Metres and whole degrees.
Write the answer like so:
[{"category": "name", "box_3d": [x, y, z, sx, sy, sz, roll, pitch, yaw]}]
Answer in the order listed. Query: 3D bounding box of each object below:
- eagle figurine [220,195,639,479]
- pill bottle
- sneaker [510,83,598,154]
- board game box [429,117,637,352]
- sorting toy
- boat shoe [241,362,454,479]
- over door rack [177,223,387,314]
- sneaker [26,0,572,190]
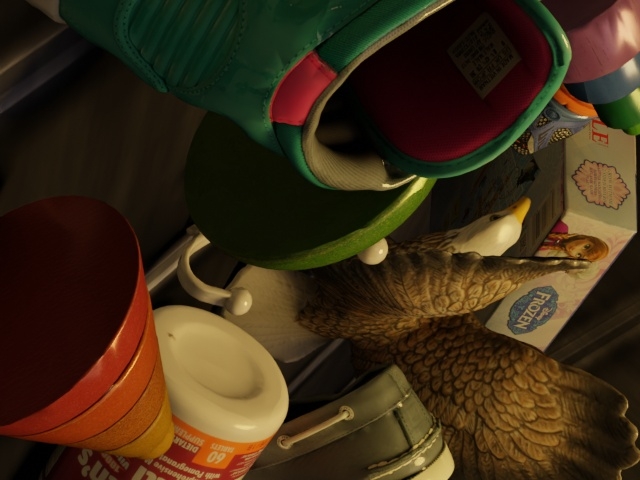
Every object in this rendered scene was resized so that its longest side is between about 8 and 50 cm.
[{"category": "eagle figurine", "box_3d": [0.084, 0.051, 1.393, 0.225, 0.226, 0.298, -66, -149, 18]}, {"category": "pill bottle", "box_3d": [-0.125, 0.161, 1.317, 0.221, 0.121, 0.121, -55, 170, 27]}, {"category": "sneaker", "box_3d": [0.157, -0.130, 1.229, 0.087, 0.083, 0.221, -42, -172, 33]}, {"category": "board game box", "box_3d": [0.174, -0.048, 1.617, 0.319, 0.065, 0.318, 120, -18, -50]}, {"category": "sorting toy", "box_3d": [0.000, 0.000, 0.853, 0.365, 0.127, 0.126, -31, 135, 6]}, {"category": "boat shoe", "box_3d": [-0.047, 0.141, 1.405, 0.319, 0.099, 0.116, -6, -156, 40]}, {"category": "over door rack", "box_3d": [0.060, -0.104, 1.193, 0.324, 0.108, 0.239, -44, 170, -37]}, {"category": "sneaker", "box_3d": [0.029, -0.117, 0.760, 0.295, 0.178, 0.124, -41, 168, -49]}]
